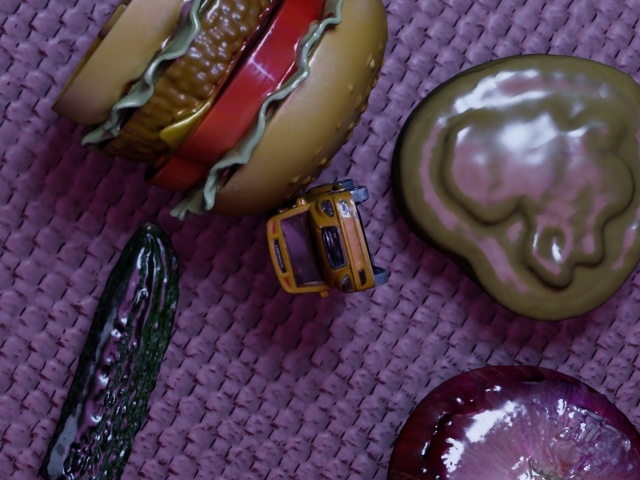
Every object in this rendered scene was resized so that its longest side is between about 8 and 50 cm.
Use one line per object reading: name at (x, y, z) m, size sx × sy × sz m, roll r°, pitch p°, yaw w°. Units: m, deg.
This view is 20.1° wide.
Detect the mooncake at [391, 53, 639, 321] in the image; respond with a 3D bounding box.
mooncake at (0.190, -0.058, 1.560) m, size 0.235 × 0.117 × 0.235 m, roll 0°, pitch 94°, yaw -4°

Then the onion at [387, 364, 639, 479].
onion at (0.169, 0.220, 1.553) m, size 0.248 × 0.161 × 0.248 m, roll -2°, pitch 98°, yaw -17°

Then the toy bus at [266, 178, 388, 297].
toy bus at (0.000, 0.000, 1.499) m, size 0.088 × 0.194 × 0.083 m, roll -14°, pitch 95°, yaw -3°

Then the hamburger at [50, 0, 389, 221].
hamburger at (-0.064, -0.143, 1.448) m, size 0.212 × 0.274 × 0.274 m, roll 35°, pitch 89°, yaw -12°

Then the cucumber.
cucumber at (-0.173, 0.115, 1.547) m, size 0.077 × 0.077 × 0.265 m, roll 21°, pitch 90°, yaw -8°
